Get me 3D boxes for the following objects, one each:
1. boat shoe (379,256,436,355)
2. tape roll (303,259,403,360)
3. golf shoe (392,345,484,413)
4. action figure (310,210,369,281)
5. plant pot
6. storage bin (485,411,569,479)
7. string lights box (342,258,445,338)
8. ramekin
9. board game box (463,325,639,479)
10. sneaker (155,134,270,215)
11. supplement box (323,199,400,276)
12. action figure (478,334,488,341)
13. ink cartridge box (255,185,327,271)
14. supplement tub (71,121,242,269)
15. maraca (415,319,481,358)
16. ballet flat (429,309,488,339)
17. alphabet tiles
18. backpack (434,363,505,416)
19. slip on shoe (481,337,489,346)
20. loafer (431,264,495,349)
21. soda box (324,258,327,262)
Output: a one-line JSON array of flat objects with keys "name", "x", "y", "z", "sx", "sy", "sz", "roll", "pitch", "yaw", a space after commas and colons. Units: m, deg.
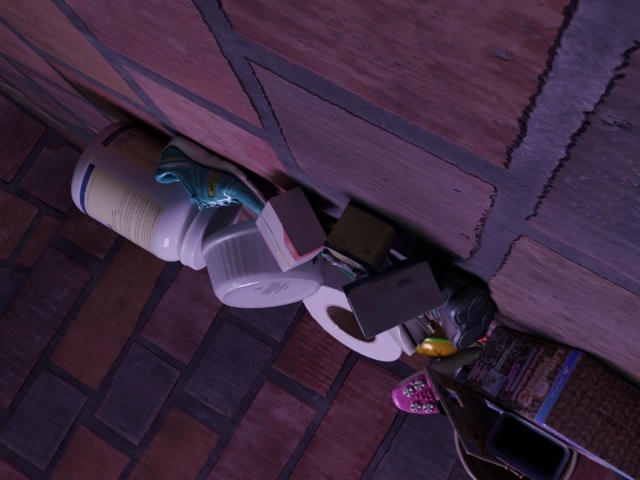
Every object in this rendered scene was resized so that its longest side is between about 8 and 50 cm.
[{"name": "boat shoe", "x": 0.158, "y": 0.113, "z": 1.553, "sx": 0.109, "sy": 0.091, "sz": 0.305, "roll": 44, "pitch": 166, "yaw": 47}, {"name": "tape roll", "x": 0.097, "y": 0.168, "z": 1.862, "sx": 0.286, "sy": 0.100, "sz": 0.286, "roll": 29, "pitch": 154, "yaw": 16}, {"name": "golf shoe", "x": 0.322, "y": 0.355, "z": 1.967, "sx": 0.140, "sy": 0.307, "sz": 0.115, "roll": -138, "pitch": 33, "yaw": -74}, {"name": "action figure", "x": 0.000, "y": 0.000, "z": 1.466, "sx": 0.232, "sy": 0.064, "sz": 0.137, "roll": 38, "pitch": 150, "yaw": 34}, {"name": "plant pot", "x": 0.559, "y": 0.512, "z": 2.057, "sx": 0.323, "sy": 0.323, "sz": 0.280, "roll": 27, "pitch": -171, "yaw": 29}, {"name": "storage bin", "x": 0.378, "y": 0.378, "z": 1.388, "sx": 0.135, "sy": 0.098, "sz": 0.091, "roll": 28, "pitch": -177, "yaw": 23}, {"name": "string lights box", "x": 0.113, "y": 0.089, "z": 1.268, "sx": 0.259, "sy": 0.134, "sz": 0.076, "roll": 70, "pitch": 176, "yaw": -89}, {"name": "ramekin", "x": -0.115, "y": 0.056, "z": 1.630, "sx": 0.273, "sy": 0.127, "sz": 0.273, "roll": -7, "pitch": 161, "yaw": -2}, {"name": "board game box", "x": 0.451, "y": 0.294, "z": 1.424, "sx": 0.232, "sy": 0.141, "sz": 0.291, "roll": 33, "pitch": 173, "yaw": -15}, {"name": "sneaker", "x": -0.207, "y": -0.105, "z": 1.521, "sx": 0.275, "sy": 0.109, "sz": 0.107, "roll": 28, "pitch": 173, "yaw": 19}, {"name": "supplement box", "x": 0.065, "y": -0.002, "z": 1.183, "sx": 0.083, "sy": 0.083, "sz": 0.056, "roll": 28, "pitch": 172, "yaw": 22}, {"name": "action figure", "x": 0.348, "y": 0.218, "z": 1.805, "sx": 0.038, "sy": 0.030, "sz": 0.115, "roll": 29, "pitch": 171, "yaw": -40}, {"name": "ink cartridge box", "x": -0.057, "y": -0.013, "z": 1.391, "sx": 0.115, "sy": 0.067, "sz": 0.198, "roll": 61, "pitch": 164, "yaw": 5}, {"name": "supplement tub", "x": -0.364, "y": -0.098, "z": 1.719, "sx": 0.325, "sy": 0.235, "sz": 0.235, "roll": 30, "pitch": 173, "yaw": 11}, {"name": "maraca", "x": 0.314, "y": 0.253, "z": 1.948, "sx": 0.186, "sy": 0.099, "sz": 0.127, "roll": 2, "pitch": 176, "yaw": 21}, {"name": "ballet flat", "x": 0.246, "y": 0.130, "z": 1.452, "sx": 0.206, "sy": 0.073, "sz": 0.067, "roll": 42, "pitch": -178, "yaw": -42}, {"name": "alphabet tiles", "x": 0.305, "y": 0.347, "z": 1.459, "sx": 0.237, "sy": 0.009, "sz": 0.198, "roll": 29, "pitch": -156, "yaw": -39}, {"name": "backpack", "x": 0.457, "y": 0.393, "z": 1.788, "sx": 0.277, "sy": 0.213, "sz": 0.263, "roll": 35, "pitch": 172, "yaw": -15}, {"name": "slip on shoe", "x": 0.400, "y": 0.254, "z": 1.785, "sx": 0.051, "sy": 0.041, "sz": 0.135, "roll": 31, "pitch": 173, "yaw": 0}, {"name": "loafer", "x": 0.241, "y": 0.112, "z": 1.321, "sx": 0.084, "sy": 0.096, "sz": 0.267, "roll": 50, "pitch": 175, "yaw": 25}, {"name": "soda box", "x": 0.024, "y": 0.070, "z": 2.034, "sx": 0.060, "sy": 0.053, "sz": 0.169, "roll": 27, "pitch": 172, "yaw": 33}]
